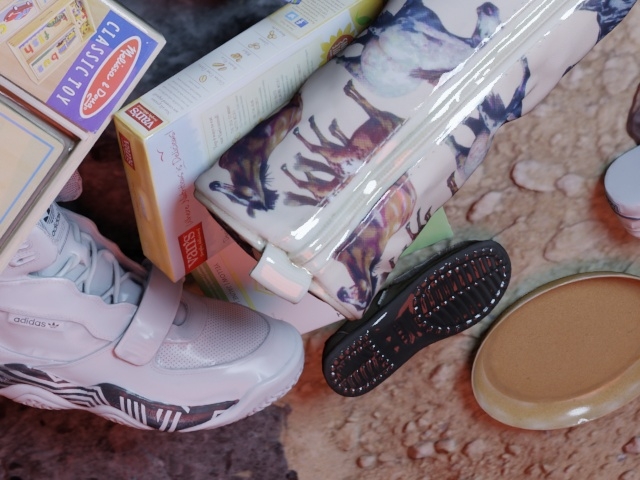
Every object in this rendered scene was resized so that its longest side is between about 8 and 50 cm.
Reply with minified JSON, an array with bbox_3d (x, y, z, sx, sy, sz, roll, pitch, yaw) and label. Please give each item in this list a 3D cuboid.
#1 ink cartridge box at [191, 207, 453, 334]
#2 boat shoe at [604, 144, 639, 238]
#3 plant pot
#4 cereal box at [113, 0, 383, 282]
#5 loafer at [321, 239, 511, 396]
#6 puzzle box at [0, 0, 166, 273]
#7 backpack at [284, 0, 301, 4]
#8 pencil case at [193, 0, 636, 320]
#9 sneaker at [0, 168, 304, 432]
[{"bbox_3d":[0.000,0.000,1.295,0.235,0.056,0.171,-21,133,6],"label":"ink cartridge box"},{"bbox_3d":[0.407,-0.073,1.319,0.267,0.096,0.088,-26,137,9],"label":"boat shoe"},{"bbox_3d":[0.272,0.114,1.491,0.236,0.032,0.236,-8,132,-8],"label":"plant pot"},{"bbox_3d":[-0.048,-0.092,1.114,0.240,0.047,0.173,-35,147,-23],"label":"cereal box"},{"bbox_3d":[0.086,0.063,1.367,0.220,0.078,0.080,-32,117,-7],"label":"loafer"},{"bbox_3d":[-0.338,-0.061,1.012,0.272,0.052,0.409,33,98,-21],"label":"puzzle box"},{"bbox_3d":[-0.035,-0.278,0.989,0.158,0.117,0.173,19,121,-31],"label":"backpack"},{"bbox_3d":[0.089,-0.119,1.042,0.160,0.183,0.410,44,86,-6],"label":"pencil case"},{"bbox_3d":[-0.189,0.040,1.184,0.365,0.137,0.210,7,130,-1],"label":"sneaker"}]
